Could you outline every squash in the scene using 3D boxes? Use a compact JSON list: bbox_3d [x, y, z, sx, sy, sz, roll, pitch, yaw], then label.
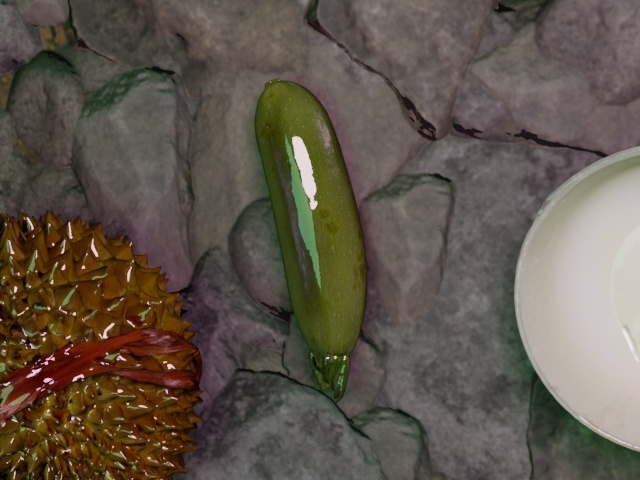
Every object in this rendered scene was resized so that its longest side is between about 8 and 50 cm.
[{"bbox_3d":[0.000,0.000,1.225,0.095,0.094,0.340,-9,95,25],"label":"squash"}]

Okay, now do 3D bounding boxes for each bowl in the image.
[{"bbox_3d":[0.322,0.041,1.060,0.277,0.145,0.277,5,103,24],"label":"bowl"}]

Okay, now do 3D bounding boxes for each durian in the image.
[{"bbox_3d":[-0.295,0.143,1.264,0.384,0.347,0.347,46,115,-1],"label":"durian"}]
